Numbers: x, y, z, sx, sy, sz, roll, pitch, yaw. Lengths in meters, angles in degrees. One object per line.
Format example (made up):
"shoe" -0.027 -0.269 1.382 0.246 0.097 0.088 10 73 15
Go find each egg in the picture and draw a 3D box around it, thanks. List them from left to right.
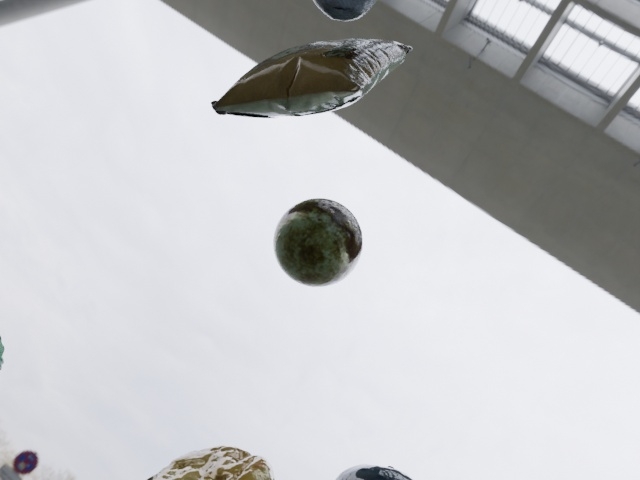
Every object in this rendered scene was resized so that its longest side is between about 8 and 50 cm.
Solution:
"egg" 0.000 0.000 1.457 0.238 0.289 0.238 7 -70 18

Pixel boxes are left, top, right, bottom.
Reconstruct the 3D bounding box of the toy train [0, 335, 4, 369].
"toy train" -0.283 0.112 0.371 0.070 0.172 0.099 -20 -52 8

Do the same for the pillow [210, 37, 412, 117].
"pillow" -0.010 -0.321 1.054 0.313 0.310 0.119 2 -62 26

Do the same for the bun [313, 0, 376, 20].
"bun" 0.048 -0.490 1.038 0.141 0.141 0.083 44 2 2

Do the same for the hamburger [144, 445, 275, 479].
"hamburger" -0.126 0.348 0.557 0.209 0.330 0.161 -9 -89 21

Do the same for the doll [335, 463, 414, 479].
"doll" 0.118 0.479 0.894 0.228 0.154 0.258 -9 -71 40
